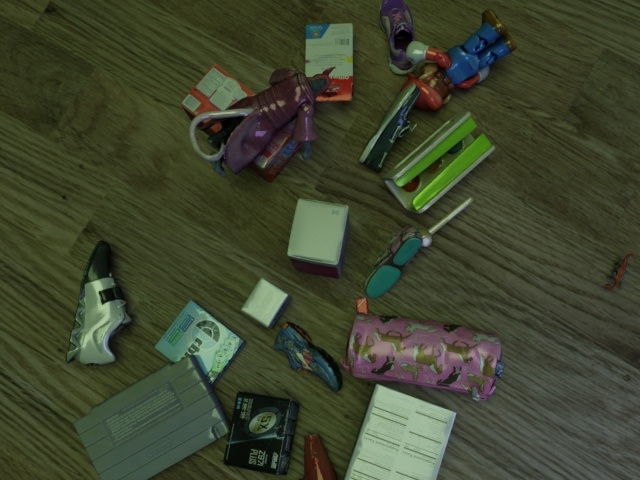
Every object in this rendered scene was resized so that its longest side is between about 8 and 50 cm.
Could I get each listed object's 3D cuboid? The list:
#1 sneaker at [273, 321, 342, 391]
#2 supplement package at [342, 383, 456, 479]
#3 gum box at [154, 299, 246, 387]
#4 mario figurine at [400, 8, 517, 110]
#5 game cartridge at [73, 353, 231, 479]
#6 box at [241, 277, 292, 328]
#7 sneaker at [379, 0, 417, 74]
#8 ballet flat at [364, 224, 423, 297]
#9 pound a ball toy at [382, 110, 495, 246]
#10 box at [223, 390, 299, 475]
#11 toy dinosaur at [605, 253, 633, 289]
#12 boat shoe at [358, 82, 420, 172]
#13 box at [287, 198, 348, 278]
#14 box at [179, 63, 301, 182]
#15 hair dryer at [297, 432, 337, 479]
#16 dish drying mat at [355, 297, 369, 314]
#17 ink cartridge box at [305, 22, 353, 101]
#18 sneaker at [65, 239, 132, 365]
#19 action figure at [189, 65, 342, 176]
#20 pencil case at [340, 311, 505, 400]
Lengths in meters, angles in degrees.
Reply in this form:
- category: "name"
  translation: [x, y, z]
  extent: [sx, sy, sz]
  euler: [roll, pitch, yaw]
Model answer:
- category: "sneaker"
  translation: [-0.031, 0.309, 1.721]
  extent: [0.221, 0.083, 0.087]
  euler: [43, 98, 17]
- category: "supplement package"
  translation: [0.181, 0.497, 1.593]
  extent: [0.198, 0.199, 0.263]
  euler: [18, 80, 7]
- category: "gum box"
  translation: [-0.314, 0.273, 1.761]
  extent: [0.184, 0.041, 0.157]
  euler: [35, 84, 11]
- category: "mario figurine"
  translation: [0.348, -0.485, 1.805]
  extent: [0.320, 0.170, 0.198]
  euler: [-34, 97, 19]
- category: "game cartridge"
  translation: [-0.427, 0.467, 1.703]
  extent: [0.355, 0.068, 0.230]
  euler: [-30, 78, 4]
- category: "box"
  translation: [-0.139, 0.164, 1.739]
  extent: [0.087, 0.102, 0.101]
  euler: [31, 83, 8]
- category: "sneaker"
  translation: [0.222, -0.590, 1.870]
  extent: [0.095, 0.104, 0.237]
  euler: [-10, 76, 4]
- category: "ballet flat"
  translation: [0.185, 0.050, 1.739]
  extent: [0.076, 0.079, 0.221]
  euler: [22, 117, -24]
- category: "pound a ball toy"
  translation: [0.312, -0.161, 1.776]
  extent: [0.319, 0.136, 0.208]
  euler: [-42, 103, -5]
- category: "box"
  translation: [-0.145, 0.477, 1.661]
  extent: [0.147, 0.077, 0.180]
  euler: [5, 72, 18]
- category: "toy dinosaur"
  translation: [0.754, 0.085, 1.706]
  extent: [0.047, 0.090, 0.082]
  euler: [19, 48, 23]
- category: "boat shoe"
  translation: [0.197, -0.297, 1.787]
  extent: [0.079, 0.095, 0.255]
  euler: [31, 105, -7]
- category: "box"
  translation: [0.000, 0.000, 1.696]
  extent: [0.126, 0.232, 0.149]
  euler: [10, 79, 6]
- category: "box"
  translation: [-0.211, -0.317, 1.826]
  extent: [0.300, 0.142, 0.154]
  euler: [38, 84, 10]
- category: "hair dryer"
  translation: [-0.060, 0.616, 1.649]
  extent: [0.223, 0.080, 0.294]
  euler: [24, 81, 10]
- category: "dish drying mat"
  translation: [0.111, 0.193, 1.761]
  extent: [0.032, 0.008, 0.083]
  euler: [-5, 78, 2]
- category: "ink cartridge box"
  translation: [0.027, -0.483, 1.875]
  extent: [0.134, 0.078, 0.231]
  euler: [0, 78, 5]
- category: "sneaker"
  translation: [-0.568, 0.168, 1.778]
  extent: [0.146, 0.122, 0.331]
  euler: [9, 77, -12]
- category: "action figure"
  translation: [-0.125, -0.328, 1.624]
  extent: [0.370, 0.275, 0.248]
  euler: [-31, 72, 11]
- category: "pencil case"
  translation: [0.249, 0.283, 1.658]
  extent: [0.385, 0.167, 0.160]
  euler: [9, 111, 7]
